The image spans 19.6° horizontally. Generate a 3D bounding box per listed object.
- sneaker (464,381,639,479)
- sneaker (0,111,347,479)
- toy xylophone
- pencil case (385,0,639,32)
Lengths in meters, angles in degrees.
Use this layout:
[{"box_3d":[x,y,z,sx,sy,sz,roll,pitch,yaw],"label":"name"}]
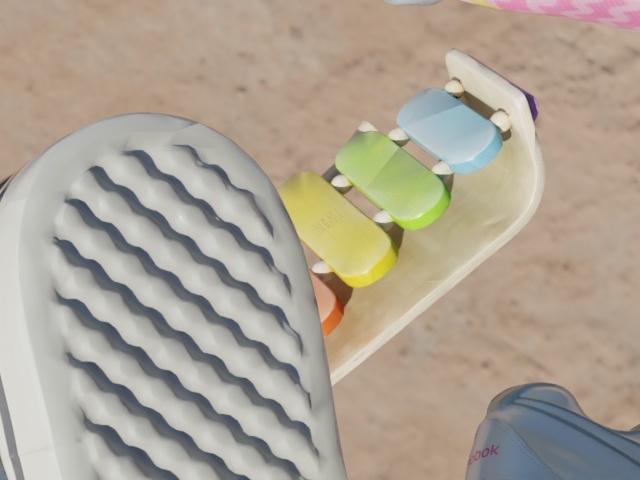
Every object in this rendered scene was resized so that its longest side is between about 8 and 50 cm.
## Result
[{"box_3d":[0.161,0.122,0.755,0.232,0.090,0.115,27,55,-17],"label":"sneaker"},{"box_3d":[-0.049,0.136,0.507,0.126,0.127,0.321,1,76,-34],"label":"sneaker"},{"box_3d":[0.000,0.000,1.253,0.322,0.236,0.081,-43,121,-11],"label":"toy xylophone"},{"box_3d":[0.146,-0.092,0.437,0.273,0.124,0.113,9,86,-11],"label":"pencil case"}]
